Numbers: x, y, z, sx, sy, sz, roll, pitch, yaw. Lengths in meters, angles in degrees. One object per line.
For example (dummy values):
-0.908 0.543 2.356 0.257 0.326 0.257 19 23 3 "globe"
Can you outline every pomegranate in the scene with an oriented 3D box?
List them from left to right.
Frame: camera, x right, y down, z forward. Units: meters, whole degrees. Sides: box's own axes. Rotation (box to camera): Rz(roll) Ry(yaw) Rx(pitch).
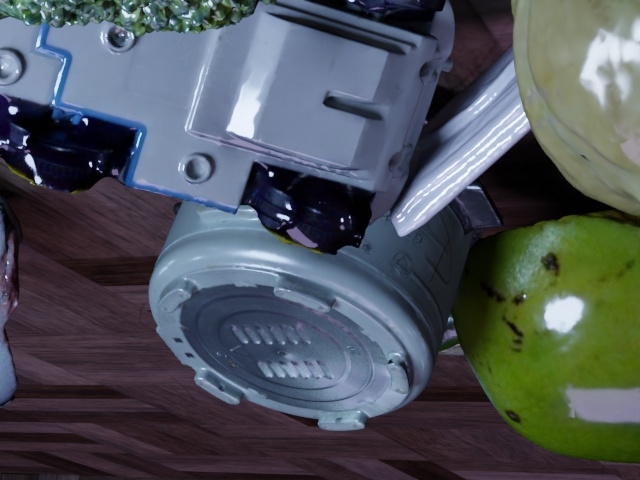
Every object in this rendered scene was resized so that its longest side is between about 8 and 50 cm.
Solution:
0.262 0.083 1.284 0.310 0.216 0.358 -11 170 -13 "pomegranate"

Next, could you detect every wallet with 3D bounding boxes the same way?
0.110 -0.084 0.951 0.032 0.124 0.183 42 116 -14 "wallet"

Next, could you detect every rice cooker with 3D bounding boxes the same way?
0.000 0.000 1.165 0.281 0.227 0.241 -4 139 32 "rice cooker"

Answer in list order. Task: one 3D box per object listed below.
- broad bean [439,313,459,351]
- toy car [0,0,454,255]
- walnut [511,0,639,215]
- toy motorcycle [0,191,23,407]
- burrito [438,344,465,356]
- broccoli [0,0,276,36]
0.208 0.133 1.715 0.292 0.144 0.049 26 -167 -10 "broad bean"
-0.073 -0.120 0.905 0.314 0.198 0.166 13 -167 -18 "toy car"
0.225 -0.102 0.645 0.277 0.253 0.282 29 -160 -6 "walnut"
-0.381 0.052 1.440 0.182 0.241 0.319 2 166 -12 "toy motorcycle"
0.214 0.118 1.774 0.275 0.059 0.082 6 152 -6 "burrito"
-0.115 -0.190 0.677 0.226 0.198 0.176 30 -156 13 "broccoli"
